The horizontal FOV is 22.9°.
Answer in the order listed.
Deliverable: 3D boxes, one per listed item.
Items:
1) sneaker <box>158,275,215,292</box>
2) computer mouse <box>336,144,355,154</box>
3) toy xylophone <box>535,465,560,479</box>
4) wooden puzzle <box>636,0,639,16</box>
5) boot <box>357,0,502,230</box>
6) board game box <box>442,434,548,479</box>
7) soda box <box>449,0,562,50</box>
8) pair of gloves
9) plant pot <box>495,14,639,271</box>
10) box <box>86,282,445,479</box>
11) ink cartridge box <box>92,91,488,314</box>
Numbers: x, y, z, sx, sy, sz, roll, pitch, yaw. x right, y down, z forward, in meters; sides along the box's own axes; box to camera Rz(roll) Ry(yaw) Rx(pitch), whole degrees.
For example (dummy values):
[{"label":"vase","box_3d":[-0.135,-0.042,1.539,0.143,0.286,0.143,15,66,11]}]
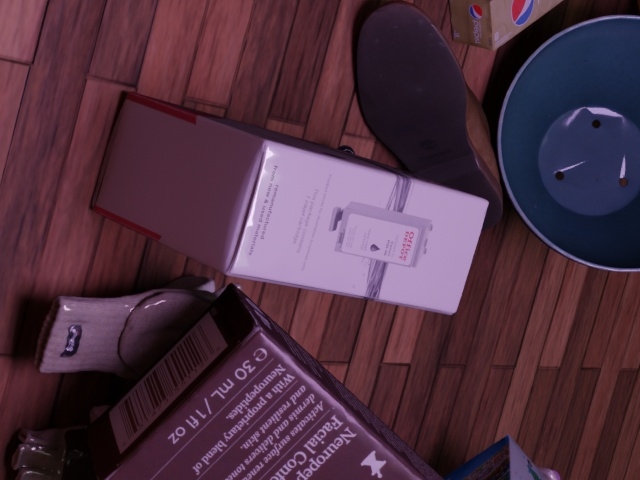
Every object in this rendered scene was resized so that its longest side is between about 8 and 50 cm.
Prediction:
[{"label":"sneaker","box_3d":[-0.151,0.090,1.458,0.152,0.058,0.084,-22,114,-54]},{"label":"computer mouse","box_3d":[0.062,-0.030,1.657,0.193,0.042,0.106,20,57,-64]},{"label":"toy xylophone","box_3d":[0.169,0.412,1.925,0.081,0.236,0.322,48,61,-15]},{"label":"wooden puzzle","box_3d":[0.431,-0.221,2.014,0.221,0.044,0.238,-83,166,-52]},{"label":"boot","box_3d":[0.118,-0.150,1.694,0.115,0.112,0.305,-80,152,-43]},{"label":"board game box","box_3d":[0.149,0.373,1.728,0.097,0.224,0.303,49,18,-12]},{"label":"soda box","box_3d":[0.220,-0.281,1.772,0.181,0.058,0.061,-37,132,-37]},{"label":"pair of gloves","box_3d":[-0.173,0.144,1.415,0.204,0.042,0.240,-2,120,-32]},{"label":"plant pot","box_3d":[0.340,-0.105,1.865,0.195,0.290,0.290,113,-1,-87]},{"label":"box","box_3d":[-0.002,0.240,1.376,0.191,0.143,0.381,-46,111,2]},{"label":"ink cartridge box","box_3d":[-0.024,-0.030,1.405,0.283,0.207,0.117,12,97,-44]}]
